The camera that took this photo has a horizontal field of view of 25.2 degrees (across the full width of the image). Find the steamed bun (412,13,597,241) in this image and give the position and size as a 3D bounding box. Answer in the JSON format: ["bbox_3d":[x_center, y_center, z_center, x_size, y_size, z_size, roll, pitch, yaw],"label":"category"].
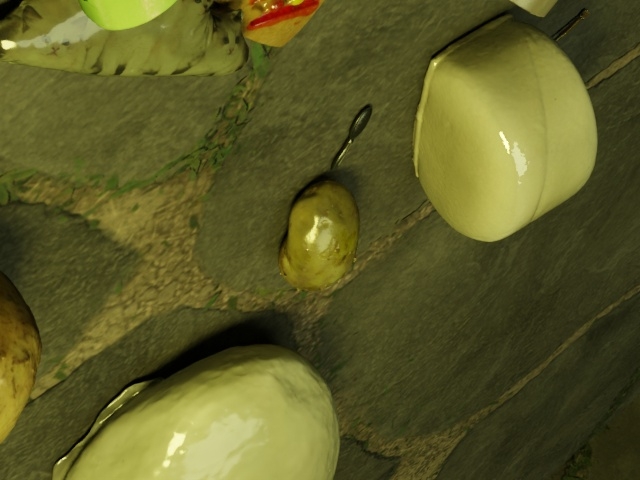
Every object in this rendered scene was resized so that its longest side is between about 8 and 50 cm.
[{"bbox_3d":[0.200,-0.105,1.545,0.146,0.164,0.241,-31,153,-21],"label":"steamed bun"}]

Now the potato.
[{"bbox_3d":[0.000,0.000,1.525,0.092,0.070,0.138,-28,150,-31],"label":"potato"}]

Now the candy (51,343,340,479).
[{"bbox_3d":[-0.135,0.292,1.667,0.386,0.186,0.426,-18,141,-34],"label":"candy"}]

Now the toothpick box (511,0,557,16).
[{"bbox_3d":[0.222,-0.310,1.324,0.180,0.111,0.111,-53,153,21],"label":"toothpick box"}]

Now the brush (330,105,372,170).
[{"bbox_3d":[0.031,-0.105,1.482,0.024,0.008,0.083,-11,140,-53],"label":"brush"}]

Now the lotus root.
[{"bbox_3d":[-0.300,0.098,1.167,0.140,0.154,0.257,5,154,-15],"label":"lotus root"}]

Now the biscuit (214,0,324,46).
[{"bbox_3d":[-0.025,-0.240,1.158,0.212,0.041,0.238,-32,151,-25],"label":"biscuit"}]

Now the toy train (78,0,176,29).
[{"bbox_3d":[-0.126,-0.240,0.925,0.157,0.105,0.253,-46,158,-15],"label":"toy train"}]

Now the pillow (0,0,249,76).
[{"bbox_3d":[-0.141,-0.166,1.082,0.241,0.051,0.093,-2,127,-42],"label":"pillow"}]

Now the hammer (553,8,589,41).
[{"bbox_3d":[0.259,-0.221,1.626,0.123,0.014,0.029,-40,163,-9],"label":"hammer"}]
